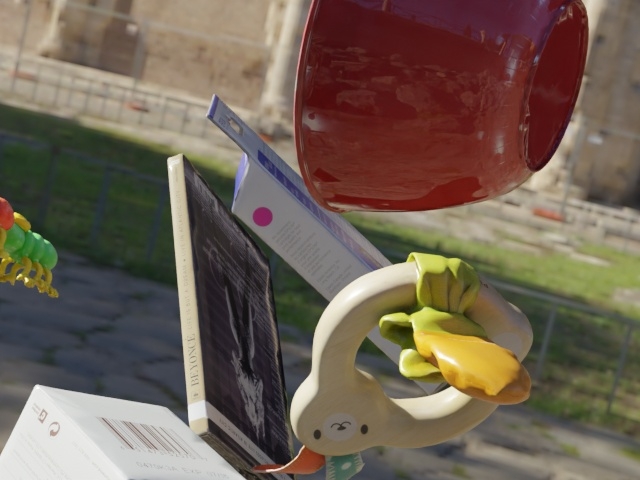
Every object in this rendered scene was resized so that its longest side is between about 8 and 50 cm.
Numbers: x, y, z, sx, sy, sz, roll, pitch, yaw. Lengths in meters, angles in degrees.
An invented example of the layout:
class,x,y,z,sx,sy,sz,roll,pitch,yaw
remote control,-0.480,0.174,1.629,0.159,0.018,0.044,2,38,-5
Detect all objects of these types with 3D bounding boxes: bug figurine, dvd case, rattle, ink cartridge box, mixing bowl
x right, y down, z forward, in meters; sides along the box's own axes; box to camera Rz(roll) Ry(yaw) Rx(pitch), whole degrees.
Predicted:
class,x,y,z,sx,sy,sz,roll,pitch,yaw
bug figurine,-0.376,-0.031,1.387,0.279,0.072,0.216,15,-18,34
dvd case,-0.062,0.070,0.992,0.018,0.221,0.164,-18,-34,13
rattle,0.040,0.116,0.803,0.130,0.199,0.143,33,20,-40
ink cartridge box,0.000,0.000,1.472,0.371,0.069,0.176,46,7,-11
mixing bowl,0.073,-0.088,0.688,0.098,0.181,0.181,17,8,23

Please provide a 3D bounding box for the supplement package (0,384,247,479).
class,x,y,z,sx,sy,sz,roll,pitch,yaw
supplement package,-0.134,0.189,0.777,0.105,0.179,0.105,17,13,-47
